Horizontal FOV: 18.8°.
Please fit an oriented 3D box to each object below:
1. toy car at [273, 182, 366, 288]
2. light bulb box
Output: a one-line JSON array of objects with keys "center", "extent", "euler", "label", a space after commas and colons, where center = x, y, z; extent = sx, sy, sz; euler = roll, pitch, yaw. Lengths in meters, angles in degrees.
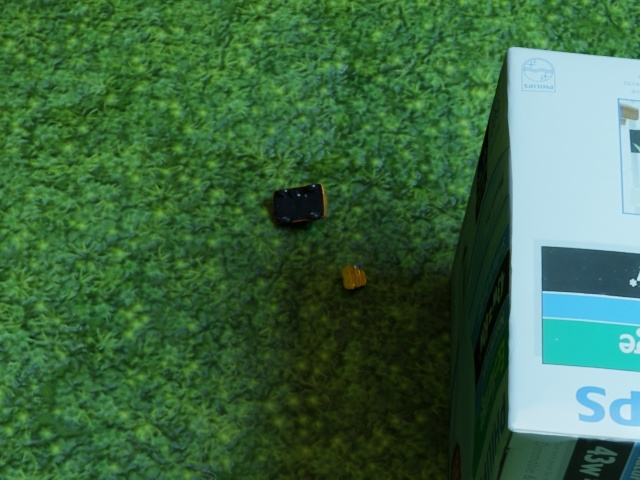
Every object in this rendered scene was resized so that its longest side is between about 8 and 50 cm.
[{"center": [0.000, 0.000, 1.836], "extent": [0.040, 0.060, 0.122], "euler": [2, 64, -60], "label": "toy car"}, {"center": [0.235, 0.095, 1.598], "extent": [0.225, 0.358, 0.361], "euler": [5, 55, -2], "label": "light bulb box"}]
